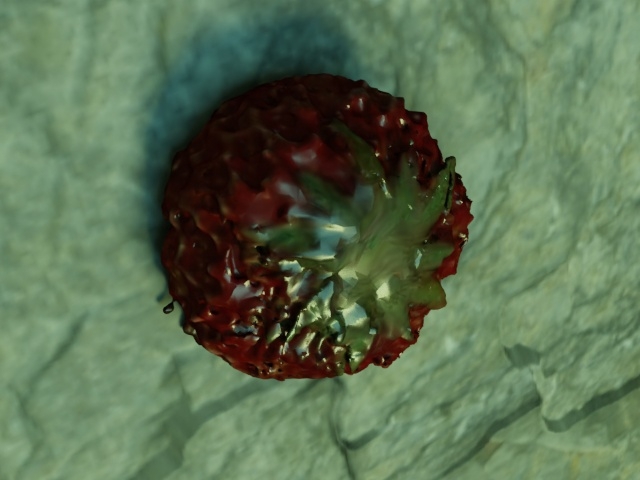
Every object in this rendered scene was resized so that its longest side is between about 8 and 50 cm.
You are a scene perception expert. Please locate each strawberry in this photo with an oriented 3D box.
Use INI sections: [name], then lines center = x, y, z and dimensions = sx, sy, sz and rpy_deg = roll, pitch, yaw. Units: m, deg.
[strawberry]
center = 0.000, 0.000, 0.451
dimensions = 0.145, 0.086, 0.145
rpy_deg = -16, 118, -32
